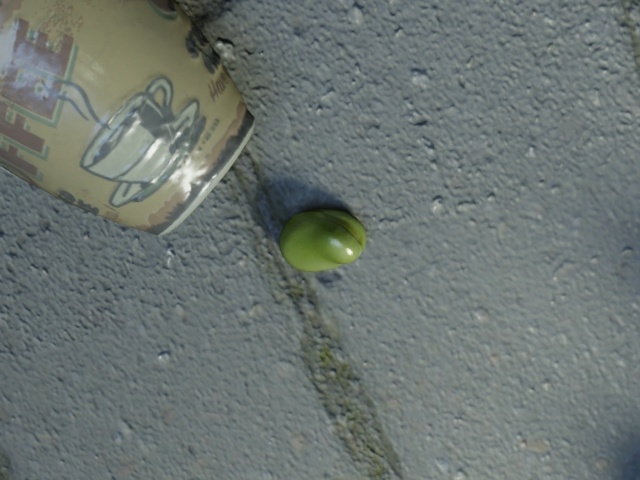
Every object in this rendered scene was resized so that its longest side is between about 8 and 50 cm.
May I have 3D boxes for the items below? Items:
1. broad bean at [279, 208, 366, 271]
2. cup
[{"bbox_3d":[0.000,0.000,1.788,0.083,0.045,0.063,-8,122,25],"label":"broad bean"},{"bbox_3d":[-0.216,-0.116,1.715,0.257,0.227,0.301,42,145,-11],"label":"cup"}]
